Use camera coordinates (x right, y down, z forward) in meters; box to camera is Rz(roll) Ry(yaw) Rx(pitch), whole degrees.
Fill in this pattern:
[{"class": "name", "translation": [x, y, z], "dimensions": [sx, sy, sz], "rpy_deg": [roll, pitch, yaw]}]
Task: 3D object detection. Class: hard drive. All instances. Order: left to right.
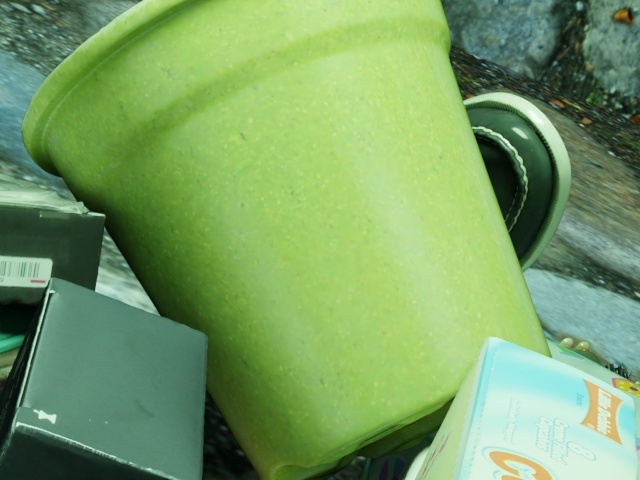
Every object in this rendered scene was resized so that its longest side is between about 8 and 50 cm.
[{"class": "hard drive", "translation": [-0.312, -0.026, 0.876], "dimensions": [0.237, 0.064, 0.339], "rpy_deg": [5, 6, -41]}]

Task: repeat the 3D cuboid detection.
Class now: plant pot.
[{"class": "plant pot", "translation": [0.000, 0.000, 0.894], "dimensions": [0.276, 0.276, 0.254], "rpy_deg": [-6, 68, -56]}]

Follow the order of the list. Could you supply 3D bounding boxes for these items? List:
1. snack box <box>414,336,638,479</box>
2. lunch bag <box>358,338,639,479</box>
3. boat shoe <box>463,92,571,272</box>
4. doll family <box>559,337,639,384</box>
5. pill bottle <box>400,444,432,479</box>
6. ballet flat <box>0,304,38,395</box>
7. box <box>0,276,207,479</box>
[{"class": "snack box", "translation": [0.003, 0.204, 0.470], "dimensions": [0.060, 0.322, 0.187], "rpy_deg": [24, 20, 3]}, {"class": "lunch bag", "translation": [0.139, 0.153, 1.085], "dimensions": [0.224, 0.108, 0.279], "rpy_deg": [22, 18, 3]}, {"class": "boat shoe", "translation": [0.041, 0.008, 1.081], "dimensions": [0.113, 0.340, 0.127], "rpy_deg": [-29, 90, -36]}, {"class": "doll family", "translation": [0.209, 0.128, 1.298], "dimensions": [0.193, 0.076, 0.111], "rpy_deg": [9, 29, -27]}, {"class": "pill bottle", "translation": [0.142, 0.236, 0.800], "dimensions": [0.278, 0.162, 0.162], "rpy_deg": [27, 20, 5]}, {"class": "ballet flat", "translation": [-0.267, 0.085, 0.765], "dimensions": [0.107, 0.106, 0.316], "rpy_deg": [29, 18, 31]}, {"class": "box", "translation": [-0.127, 0.128, 0.749], "dimensions": [0.093, 0.158, 0.156], "rpy_deg": [22, 21, -12]}]
